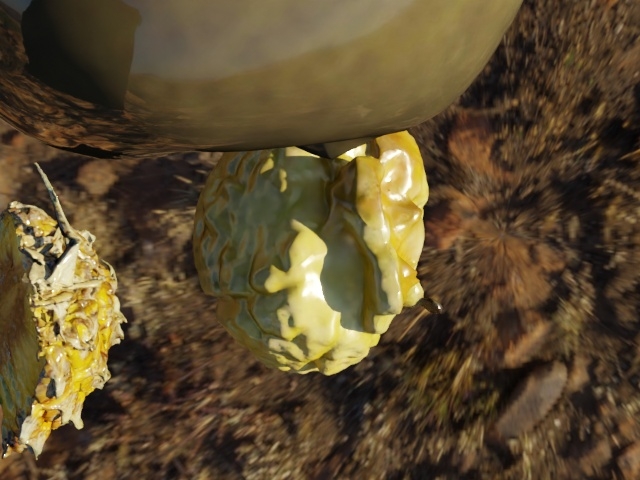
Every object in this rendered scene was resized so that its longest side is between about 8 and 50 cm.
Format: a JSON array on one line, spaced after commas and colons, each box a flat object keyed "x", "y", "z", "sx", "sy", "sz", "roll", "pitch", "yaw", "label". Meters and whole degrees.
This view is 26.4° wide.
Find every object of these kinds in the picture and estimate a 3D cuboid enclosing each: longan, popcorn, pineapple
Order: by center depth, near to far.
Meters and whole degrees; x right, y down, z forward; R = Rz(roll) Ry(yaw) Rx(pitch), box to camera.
[{"x": -0.065, "y": -0.167, "z": 0.668, "sx": 0.350, "sy": 0.288, "sz": 0.288, "roll": 11, "pitch": 92, "yaw": 27, "label": "longan"}, {"x": 0.000, "y": 0.000, "z": 0.882, "sx": 0.170, "sy": 0.180, "sz": 0.180, "roll": 13, "pitch": 92, "yaw": 3, "label": "popcorn"}, {"x": -0.296, "y": 0.091, "z": 1.636, "sx": 0.161, "sy": 0.158, "sz": 0.335, "roll": 3, "pitch": 79, "yaw": -26, "label": "pineapple"}]
